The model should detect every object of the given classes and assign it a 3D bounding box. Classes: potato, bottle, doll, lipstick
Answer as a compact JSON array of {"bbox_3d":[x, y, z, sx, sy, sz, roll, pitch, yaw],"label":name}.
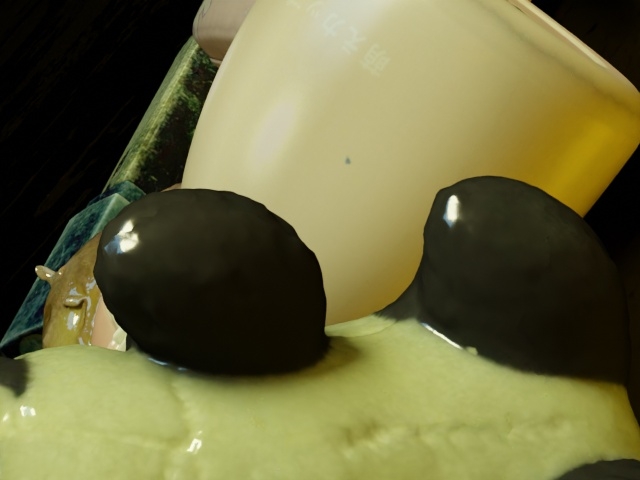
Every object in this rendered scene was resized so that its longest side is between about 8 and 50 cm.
[{"bbox_3d":[-0.091,0.017,0.890,0.172,0.089,0.101,-60,21,-19],"label":"potato"},{"bbox_3d":[0.000,0.000,0.687,0.236,0.147,0.147,-53,21,12],"label":"bottle"},{"bbox_3d":[-0.003,0.072,0.478,0.135,0.234,0.143,-53,47,48],"label":"doll"},{"bbox_3d":[-0.095,-0.043,1.055,0.051,0.051,0.312,-29,28,43],"label":"lipstick"}]

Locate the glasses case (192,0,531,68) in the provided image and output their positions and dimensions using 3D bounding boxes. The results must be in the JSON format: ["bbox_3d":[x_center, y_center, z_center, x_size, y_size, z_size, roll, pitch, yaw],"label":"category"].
[{"bbox_3d":[0.015,-0.125,0.932,0.113,0.075,0.297,-47,22,-9],"label":"glasses case"}]
